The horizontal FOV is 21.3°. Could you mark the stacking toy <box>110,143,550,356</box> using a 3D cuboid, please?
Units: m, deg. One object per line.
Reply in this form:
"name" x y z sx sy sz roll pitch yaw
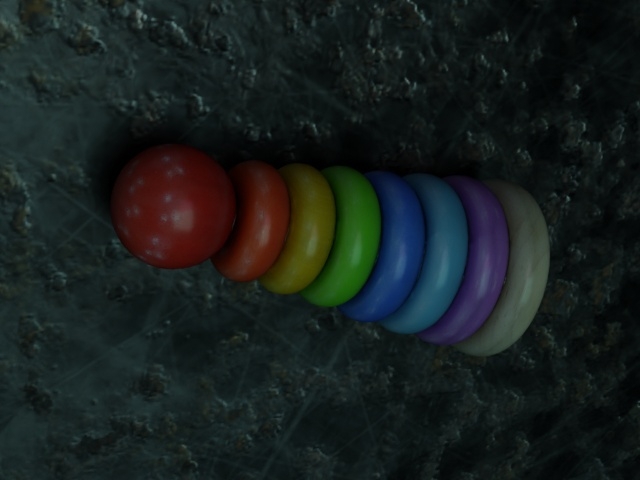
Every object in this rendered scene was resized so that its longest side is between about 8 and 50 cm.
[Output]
"stacking toy" 0.000 0.000 1.257 0.330 0.141 0.141 9 113 -27
